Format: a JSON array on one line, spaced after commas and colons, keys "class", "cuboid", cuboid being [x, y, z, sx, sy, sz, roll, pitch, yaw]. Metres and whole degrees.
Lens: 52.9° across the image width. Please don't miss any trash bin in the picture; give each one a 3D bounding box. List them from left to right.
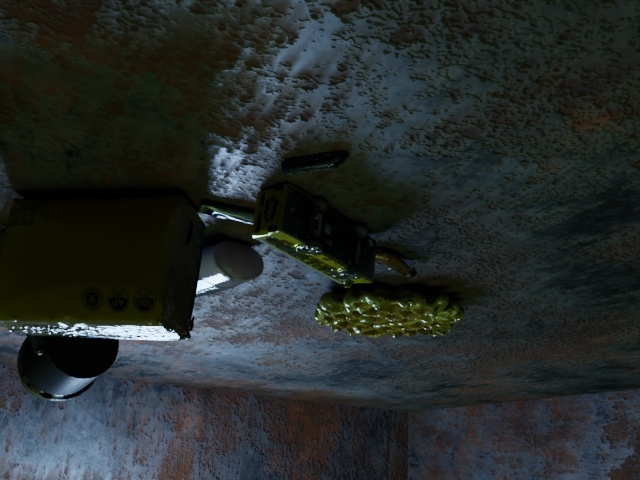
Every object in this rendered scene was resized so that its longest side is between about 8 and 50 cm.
[{"class": "trash bin", "cuboid": [-0.669, 0.304, 1.686, 0.214, 0.214, 0.333, 15, 152, -29]}]

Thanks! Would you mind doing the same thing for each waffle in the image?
[{"class": "waffle", "cuboid": [0.141, 0.154, 1.342, 0.311, 0.060, 0.307, 0, 161, 15]}]

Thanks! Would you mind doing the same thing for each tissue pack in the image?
[{"class": "tissue pack", "cuboid": [-0.311, 0.038, 0.908, 0.270, 0.193, 0.134, -1, 161, 11]}]

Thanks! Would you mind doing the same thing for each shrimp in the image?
[{"class": "shrimp", "cuboid": [0.108, 0.042, 1.086, 0.127, 0.025, 0.091, 23, 153, -32]}]

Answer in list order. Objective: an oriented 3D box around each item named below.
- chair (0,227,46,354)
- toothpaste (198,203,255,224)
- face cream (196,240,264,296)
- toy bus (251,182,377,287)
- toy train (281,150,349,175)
[{"class": "chair", "cuboid": [-0.532, 0.049, 1.109, 0.270, 0.147, 0.136, 44, -175, 38]}, {"class": "toothpaste", "cuboid": [-0.104, -0.033, 0.926, 0.139, 0.021, 0.037, 11, 160, -14]}, {"class": "face cream", "cuboid": [-0.219, 0.062, 1.129, 0.107, 0.073, 0.269, 15, 158, -41]}, {"class": "toy bus", "cuboid": [0.000, 0.000, 0.907, 0.074, 0.081, 0.226, -9, 156, 34]}, {"class": "toy train", "cuboid": [-0.006, -0.090, 0.756, 0.083, 0.017, 0.017, -6, 159, 24]}]
